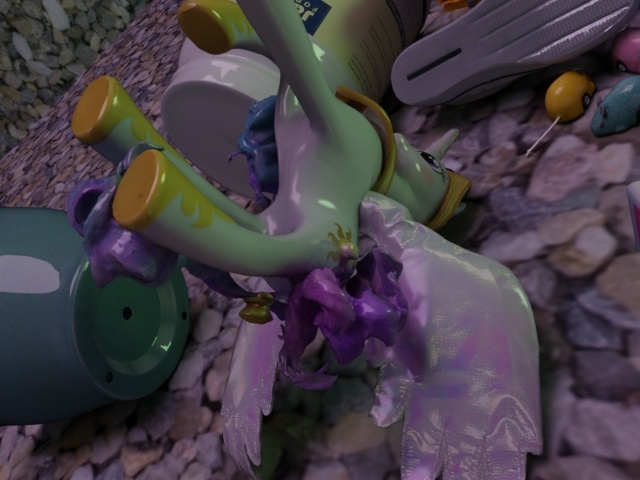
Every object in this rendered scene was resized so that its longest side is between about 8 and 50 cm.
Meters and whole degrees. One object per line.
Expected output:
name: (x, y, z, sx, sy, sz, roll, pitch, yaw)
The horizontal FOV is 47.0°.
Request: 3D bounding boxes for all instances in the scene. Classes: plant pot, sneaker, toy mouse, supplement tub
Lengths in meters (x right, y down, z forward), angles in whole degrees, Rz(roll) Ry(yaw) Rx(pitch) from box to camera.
plant pot: (-0.302, 0.086, 0.838, 0.255, 0.272, 0.272, -3, 48, 29)
sneaker: (0.192, -0.204, 0.734, 0.258, 0.094, 0.091, -13, 1, 41)
toy mouse: (0.265, -0.145, 0.641, 0.143, 0.031, 0.161, 5, 56, 53)
supplement tub: (-0.025, -0.229, 0.892, 0.235, 0.235, 0.325, -6, 47, 47)

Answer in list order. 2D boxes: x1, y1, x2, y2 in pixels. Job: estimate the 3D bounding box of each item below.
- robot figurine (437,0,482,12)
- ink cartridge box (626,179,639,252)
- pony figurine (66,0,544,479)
robot figurine: (0.194, -0.326, 0.811, 0.211, 0.085, 0.291, -8, 29, 23)
ink cartridge box: (0.285, 0.044, 0.309, 0.185, 0.065, 0.311, -19, 33, 7)
pony figurine: (0.000, 0.000, 0.538, 0.302, 0.363, 0.351, -3, 65, 39)
